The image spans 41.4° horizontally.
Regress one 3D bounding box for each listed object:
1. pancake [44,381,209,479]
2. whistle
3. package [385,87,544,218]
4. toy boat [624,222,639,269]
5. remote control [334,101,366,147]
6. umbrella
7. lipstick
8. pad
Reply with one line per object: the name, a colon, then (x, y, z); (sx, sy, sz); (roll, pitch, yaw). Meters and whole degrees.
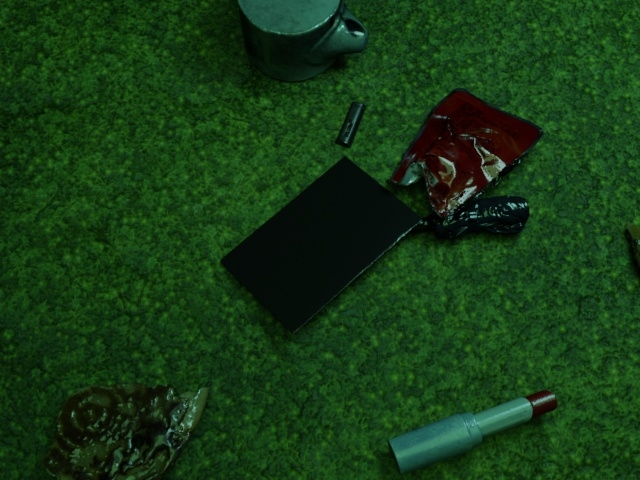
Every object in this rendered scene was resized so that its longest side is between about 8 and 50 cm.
pancake: (-0.309, 0.332, 1.347); (0.258, 0.056, 0.212); (-4, 64, 6)
whistle: (-0.094, -0.466, 1.554); (0.188, 0.168, 0.404); (-34, 75, -10)
package: (0.244, -0.157, 1.487); (0.194, 0.071, 0.269); (39, 72, 17)
toy boat: (0.561, 0.034, 1.449); (0.047, 0.049, 0.149); (-3, 66, -33)
remote control: (0.057, -0.214, 1.549); (0.034, 0.016, 0.091); (18, 72, 11)
umbrella: (0.239, -0.037, 1.463); (0.249, 0.071, 0.070); (-5, 71, -3)
lipstick: (0.245, 0.299, 1.348); (0.274, 0.068, 0.061); (-19, 66, -5)
pad: (0.000, 0.000, 1.458); (0.300, 0.005, 0.202); (-41, 62, -13)
